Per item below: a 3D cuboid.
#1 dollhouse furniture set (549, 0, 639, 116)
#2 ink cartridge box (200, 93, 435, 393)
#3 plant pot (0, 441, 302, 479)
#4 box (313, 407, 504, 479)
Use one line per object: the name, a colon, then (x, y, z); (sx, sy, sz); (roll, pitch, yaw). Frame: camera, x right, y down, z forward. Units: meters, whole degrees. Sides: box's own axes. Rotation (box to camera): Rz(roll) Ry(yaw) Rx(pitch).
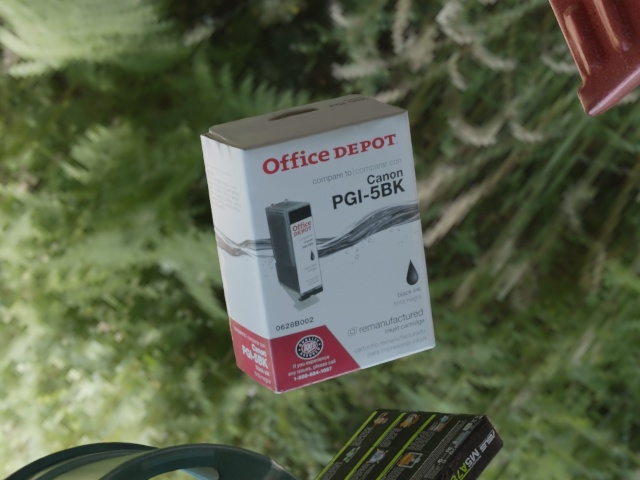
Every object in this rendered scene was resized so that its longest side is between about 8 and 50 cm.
dollhouse furniture set: (0.209, -0.263, 0.961); (0.201, 0.152, 0.374); (2, -119, -39)
ink cartridge box: (0.000, 0.000, 0.863); (0.056, 0.099, 0.135); (26, 128, 62)
plant pot: (-0.132, 0.309, 1.303); (0.341, 0.341, 0.334); (37, 158, -6)
box: (0.067, 0.251, 1.658); (0.184, 0.190, 0.045); (-8, 123, 54)
